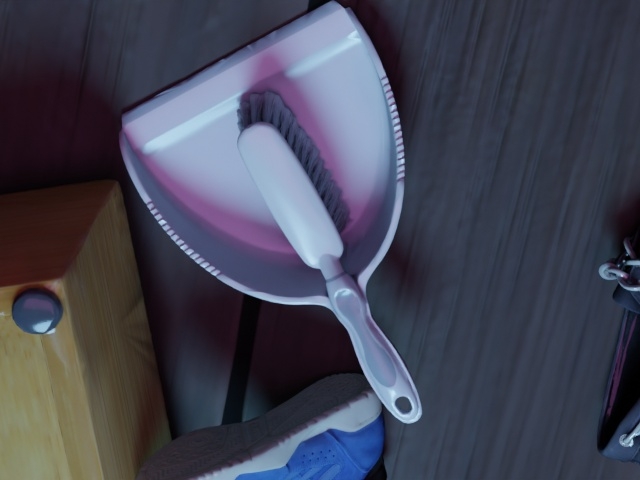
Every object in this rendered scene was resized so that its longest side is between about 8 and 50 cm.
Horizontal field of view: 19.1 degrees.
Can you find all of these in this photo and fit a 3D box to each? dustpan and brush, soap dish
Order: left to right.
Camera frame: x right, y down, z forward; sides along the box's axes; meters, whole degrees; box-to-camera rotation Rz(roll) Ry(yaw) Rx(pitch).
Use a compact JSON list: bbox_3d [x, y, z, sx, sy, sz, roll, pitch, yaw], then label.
[{"bbox_3d":[-0.196,0.127,1.023,0.229,0.118,0.291,-8,108,5],"label":"soap dish"},{"bbox_3d":[0.000,0.000,1.005,0.147,0.060,0.211,-28,104,10],"label":"dustpan and brush"}]

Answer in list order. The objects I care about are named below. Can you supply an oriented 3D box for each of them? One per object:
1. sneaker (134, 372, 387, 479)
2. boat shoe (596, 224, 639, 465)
[{"bbox_3d":[-0.026,0.136,1.024,0.152,0.058,0.084,-23,114,-33],"label":"sneaker"},{"bbox_3d":[0.180,0.029,1.000,0.065,0.075,0.206,0,112,-1],"label":"boat shoe"}]
